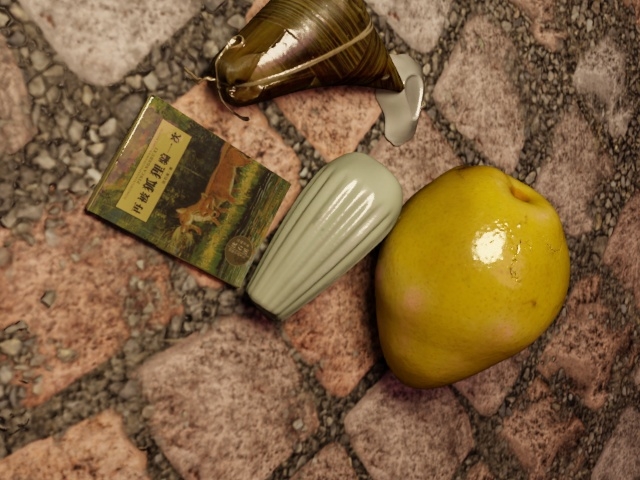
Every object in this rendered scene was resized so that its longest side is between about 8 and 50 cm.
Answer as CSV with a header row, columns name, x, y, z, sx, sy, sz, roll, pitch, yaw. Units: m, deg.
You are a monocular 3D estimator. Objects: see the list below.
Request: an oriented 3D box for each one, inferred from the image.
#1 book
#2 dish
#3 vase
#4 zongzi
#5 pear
name,x,y,z,sx,sy,sz,roll,pitch,yaw
book,-0.156,-0.056,0.930,0.228,0.024,0.160,32,79,-35
dish,0.128,-0.210,1.105,0.091,0.039,0.137,-5,98,-36
vase,0.000,0.000,0.996,0.248,0.128,0.128,-49,121,-11
zongzi,-0.009,-0.208,0.970,0.247,0.111,0.241,-49,126,-15
pear,0.196,0.055,1.073,0.336,0.285,0.285,-42,126,18
